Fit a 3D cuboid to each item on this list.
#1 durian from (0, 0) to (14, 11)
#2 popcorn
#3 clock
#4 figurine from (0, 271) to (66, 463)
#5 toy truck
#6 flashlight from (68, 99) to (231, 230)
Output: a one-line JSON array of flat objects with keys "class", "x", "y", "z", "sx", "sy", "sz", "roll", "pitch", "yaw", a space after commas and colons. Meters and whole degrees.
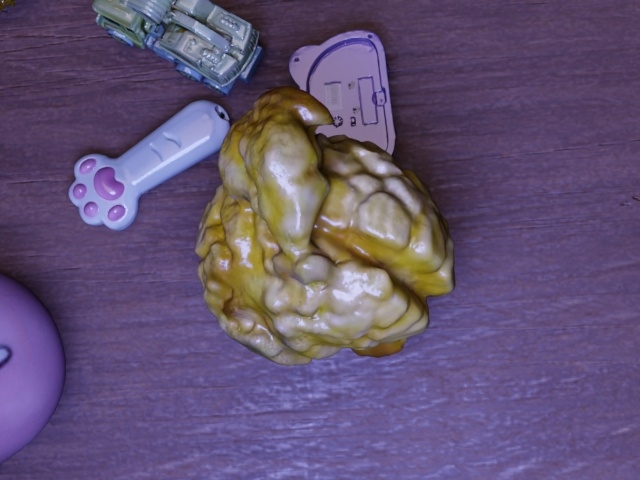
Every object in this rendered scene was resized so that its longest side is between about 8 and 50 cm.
[{"class": "durian", "x": -0.366, "y": -0.353, "z": 1.312, "sx": 0.168, "sy": 0.137, "sz": 0.158, "roll": -40, "pitch": 102, "yaw": 9}, {"class": "popcorn", "x": 0.000, "y": 0.000, "z": 1.139, "sx": 0.265, "sy": 0.332, "sz": 0.225, "roll": 22, "pitch": 60, "yaw": 23}, {"class": "clock", "x": 0.026, "y": -0.149, "z": 1.290, "sx": 0.110, "sy": 0.050, "sz": 0.153, "roll": -7, "pitch": 83, "yaw": 5}, {"class": "figurine", "x": -0.381, "y": 0.136, "z": 1.231, "sx": 0.211, "sy": 0.261, "sz": 0.270, "roll": -26, "pitch": 80, "yaw": -26}, {"class": "toy truck", "x": -0.159, "y": -0.239, "z": 1.285, "sx": 0.191, "sy": 0.116, "sz": 0.085, "roll": 29, "pitch": 86, "yaw": 7}, {"class": "flashlight", "x": -0.190, "y": -0.089, "z": 1.306, "sx": 0.200, "sy": 0.047, "sz": 0.093, "roll": -32, "pitch": 81, "yaw": 2}]
